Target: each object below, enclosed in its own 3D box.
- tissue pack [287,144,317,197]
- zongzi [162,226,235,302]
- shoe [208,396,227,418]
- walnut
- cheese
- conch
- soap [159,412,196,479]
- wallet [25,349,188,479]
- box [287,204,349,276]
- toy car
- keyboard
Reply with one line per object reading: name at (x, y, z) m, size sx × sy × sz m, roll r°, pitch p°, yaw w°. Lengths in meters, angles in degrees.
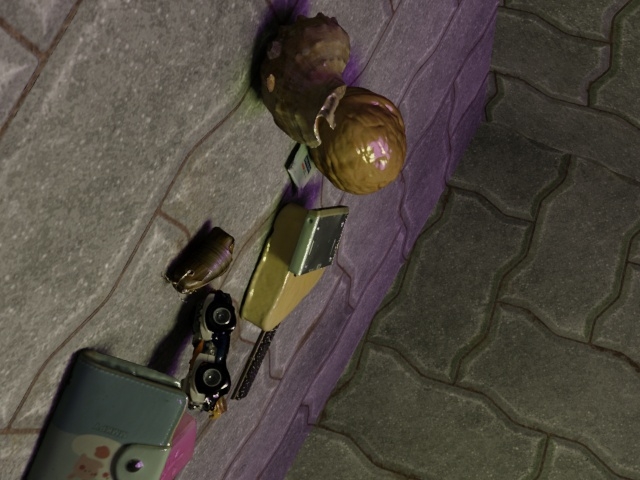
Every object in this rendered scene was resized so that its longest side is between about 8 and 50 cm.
tissue pack at (-0.049, -0.207, 2.099) m, size 0.122 × 0.026 × 0.193 m, roll -60°, pitch 163°, yaw -16°
zongzi at (-0.278, 0.081, 1.762) m, size 0.187 × 0.084 × 0.184 m, roll -46°, pitch 166°, yaw -29°
shoe at (-0.314, 0.491, 2.230) m, size 0.109 × 0.069 × 0.072 m, roll 43°, pitch 36°, yaw -84°
walnut at (0.104, -0.273, 2.053) m, size 0.313 × 0.252 × 0.277 m, roll 61°, pitch 37°, yaw -47°
cheese at (-0.108, 0.103, 2.230) m, size 0.384 × 0.104 × 0.384 m, roll -54°, pitch 160°, yaw -30°
conch at (-0.046, -0.346, 1.645) m, size 0.263 × 0.186 × 0.324 m, roll 116°, pitch -14°, yaw -44°
soap at (-0.437, 0.589, 1.984) m, size 0.259 × 0.081 × 0.181 m, roll -43°, pitch 153°, yaw -49°
wallet at (-0.433, 0.421, 1.532) m, size 0.360 × 0.252 × 0.083 m, roll -66°, pitch -161°, yaw 7°
box at (0.000, 0.000, 2.155) m, size 0.270 × 0.045 × 0.210 m, roll -10°, pitch 121°, yaw -70°
toy car at (-0.275, 0.268, 1.847) m, size 0.193 × 0.118 × 0.301 m, roll 121°, pitch -26°, yaw -67°
keyboard at (-0.204, 0.378, 2.467) m, size 0.317 × 0.027 × 0.106 m, roll -65°, pitch 163°, yaw 4°
